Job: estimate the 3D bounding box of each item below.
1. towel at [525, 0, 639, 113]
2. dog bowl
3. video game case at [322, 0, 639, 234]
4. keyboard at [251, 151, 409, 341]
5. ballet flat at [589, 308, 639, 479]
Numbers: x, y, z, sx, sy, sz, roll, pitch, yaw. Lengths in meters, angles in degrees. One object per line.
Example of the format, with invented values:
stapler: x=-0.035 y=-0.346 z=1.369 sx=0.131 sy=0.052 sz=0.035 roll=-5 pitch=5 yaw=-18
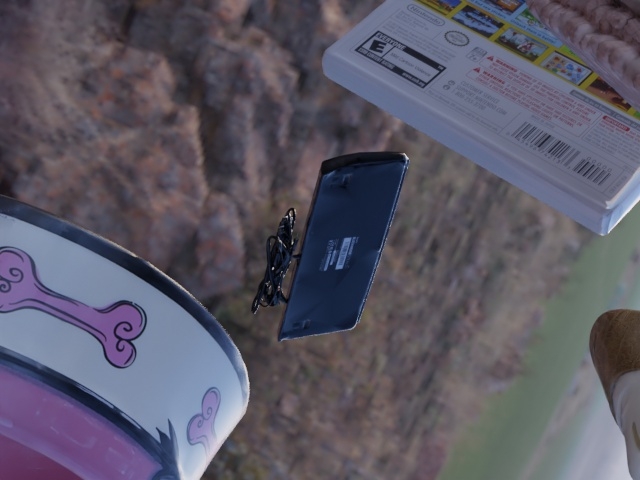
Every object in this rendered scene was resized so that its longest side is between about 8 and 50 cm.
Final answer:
towel: x=0.244 y=-0.014 z=0.695 sx=0.053 sy=0.317 sz=0.332 roll=-48 pitch=-168 yaw=12
dog bowl: x=-0.270 y=0.128 z=1.122 sx=0.408 sy=0.408 sz=0.150 roll=91 pitch=13 yaw=-56
video game case: x=0.152 y=-0.122 z=0.977 sx=0.206 sy=0.227 sz=0.026 roll=-43 pitch=151 yaw=-30
keyboard: x=0.000 y=0.000 z=1.127 sx=0.100 sy=0.038 sz=0.192 roll=-7 pitch=136 yaw=-24
ballet flat: x=0.300 y=0.156 z=1.031 sx=0.124 sy=0.342 sz=0.116 roll=-32 pitch=136 yaw=-30
